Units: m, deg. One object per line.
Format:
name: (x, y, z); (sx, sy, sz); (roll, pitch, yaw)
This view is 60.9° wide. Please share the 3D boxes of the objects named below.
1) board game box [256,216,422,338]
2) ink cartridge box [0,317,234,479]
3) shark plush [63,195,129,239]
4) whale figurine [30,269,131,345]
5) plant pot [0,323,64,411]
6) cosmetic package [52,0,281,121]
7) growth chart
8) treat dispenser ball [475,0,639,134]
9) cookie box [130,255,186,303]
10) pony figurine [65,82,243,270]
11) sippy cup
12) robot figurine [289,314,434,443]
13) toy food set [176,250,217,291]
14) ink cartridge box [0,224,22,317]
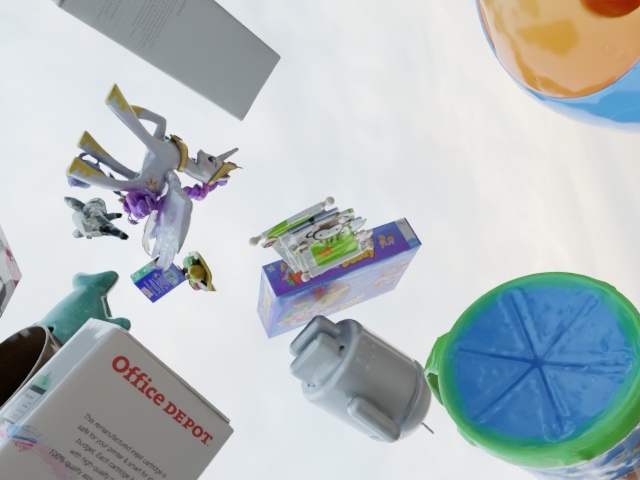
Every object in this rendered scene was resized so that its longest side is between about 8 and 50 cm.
board game box: (0.035, 0.088, 1.235); (0.347, 0.233, 0.078); (-18, -116, -20)
ink cartridge box: (-0.267, 0.255, 0.606); (0.201, 0.117, 0.278); (51, -117, -25)
shark plush: (-0.350, -0.040, 0.868); (0.067, 0.161, 0.073); (-23, -68, -37)
whale figurine: (-0.491, 0.165, 1.091); (0.141, 0.216, 0.272); (75, -165, -54)
plant pot: (-0.457, 0.296, 0.912); (0.230, 0.215, 0.215); (55, -147, -32)
cosmetic package: (-0.279, -0.383, 0.951); (0.217, 0.156, 0.385); (38, -173, 38)
growth chart: (0.000, 0.000, 0.932); (0.021, 0.172, 0.237); (64, -171, 28)
treat dispenser ball: (0.263, -0.226, 0.414); (0.288, 0.288, 0.288); (34, -136, -40)
cookie box: (-0.417, 0.096, 1.403); (0.040, 0.107, 0.091); (45, 167, 45)
pony figurine: (-0.396, -0.138, 1.295); (0.363, 0.303, 0.351); (29, -93, -32)
sippy cup: (0.295, 0.194, 0.659); (0.224, 0.240, 0.305); (49, 180, -33)
robot figurine: (0.099, 0.307, 1.189); (0.353, 0.200, 0.300); (35, -160, -18)
toy food set: (-0.359, 0.099, 1.534); (0.071, 0.218, 0.128); (-28, -82, -20)
ink cartridge box: (-0.521, 0.047, 0.776); (0.218, 0.092, 0.158); (-115, 16, -62)
